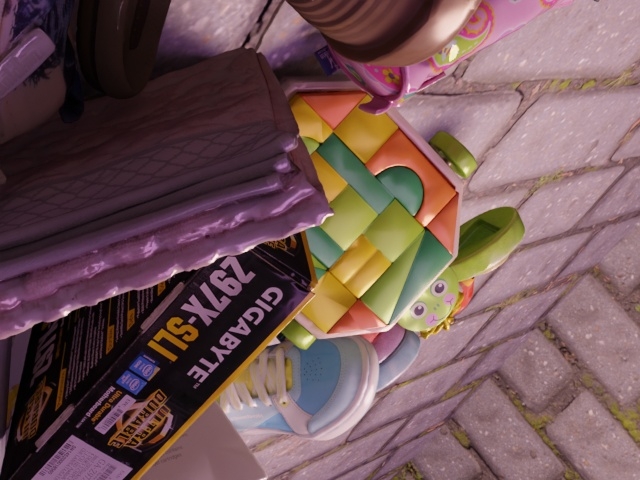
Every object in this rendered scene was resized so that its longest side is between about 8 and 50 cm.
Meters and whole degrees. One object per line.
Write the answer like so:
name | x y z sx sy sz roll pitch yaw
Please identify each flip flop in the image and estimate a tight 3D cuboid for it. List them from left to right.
flip flop | -0.074 -0.211 0.584 0.112 0.080 0.277 -37 146 -72

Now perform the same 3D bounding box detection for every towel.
towel | -0.173 -0.024 0.583 0.332 0.053 0.317 -19 -160 -2

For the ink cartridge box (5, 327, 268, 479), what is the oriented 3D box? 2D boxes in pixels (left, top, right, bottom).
ink cartridge box | -0.233 0.202 0.973 0.197 0.270 0.198 -10 144 -48

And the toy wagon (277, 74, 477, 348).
toy wagon | 0.044 -0.011 1.017 0.267 0.068 0.344 -47 117 -1

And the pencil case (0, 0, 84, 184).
pencil case | -0.152 -0.215 0.417 0.160 0.183 0.410 -23 152 -37

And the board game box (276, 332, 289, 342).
board game box | 0.000 0.000 1.191 0.224 0.097 0.303 -37 159 -5

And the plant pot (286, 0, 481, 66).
plant pot | 0.015 -0.232 0.625 0.109 0.237 0.237 1 139 -27

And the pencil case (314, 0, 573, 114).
pencil case | 0.136 -0.227 0.925 0.284 0.124 0.124 -33 158 -22

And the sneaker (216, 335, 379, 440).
sneaker | -0.096 0.169 1.176 0.208 0.127 0.319 15 155 -37

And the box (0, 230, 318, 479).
box | -0.129 0.023 0.778 0.079 0.322 0.257 33 109 -24

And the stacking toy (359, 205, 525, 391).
stacking toy | 0.152 0.092 1.325 0.309 0.130 0.279 -45 -163 -33

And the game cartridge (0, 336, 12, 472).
game cartridge | -0.353 0.130 0.649 0.294 0.060 0.196 0 98 -33

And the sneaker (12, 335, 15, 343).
sneaker | -0.389 0.121 0.771 0.341 0.125 0.140 -39 148 -12
